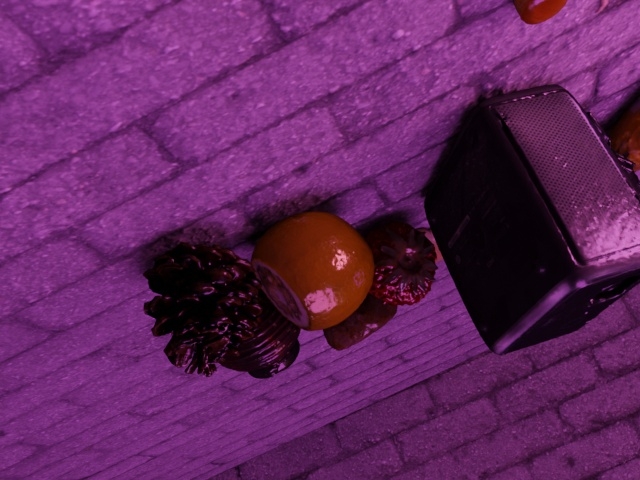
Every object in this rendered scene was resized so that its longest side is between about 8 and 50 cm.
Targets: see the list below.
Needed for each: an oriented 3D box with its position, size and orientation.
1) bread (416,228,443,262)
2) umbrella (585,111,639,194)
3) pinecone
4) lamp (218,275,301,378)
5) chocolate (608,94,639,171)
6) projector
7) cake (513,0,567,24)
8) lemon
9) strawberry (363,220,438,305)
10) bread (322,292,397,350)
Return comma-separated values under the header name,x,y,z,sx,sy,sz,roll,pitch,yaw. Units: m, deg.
name,x,y,z,sx,sy,sz,roll,pitch,yaw
bread,0.258,0.024,1.867,0.251,0.039,0.182,-10,153,-26
umbrella,0.641,-0.165,1.604,0.340,0.118,0.118,29,129,-29
pinecone,-0.224,0.120,1.385,0.243,0.257,0.243,-3,125,-5
lamp,-0.155,0.186,1.619,0.247,0.247,0.247,-19,156,-9
chocolate,0.747,-0.253,1.591,0.162,0.162,0.445,-10,154,-27
projector,0.407,-0.034,1.431,0.242,0.405,0.395,-14,155,-16
cake,0.342,-0.374,1.115,0.084,0.044,0.084,-19,158,-8
lemon,-0.003,0.049,1.459,0.219,0.240,0.240,-37,161,-20
strawberry,0.156,0.068,1.713,0.205,0.205,0.244,-11,174,-25
bread,0.098,0.196,1.934,0.230,0.123,0.230,-36,-179,0
